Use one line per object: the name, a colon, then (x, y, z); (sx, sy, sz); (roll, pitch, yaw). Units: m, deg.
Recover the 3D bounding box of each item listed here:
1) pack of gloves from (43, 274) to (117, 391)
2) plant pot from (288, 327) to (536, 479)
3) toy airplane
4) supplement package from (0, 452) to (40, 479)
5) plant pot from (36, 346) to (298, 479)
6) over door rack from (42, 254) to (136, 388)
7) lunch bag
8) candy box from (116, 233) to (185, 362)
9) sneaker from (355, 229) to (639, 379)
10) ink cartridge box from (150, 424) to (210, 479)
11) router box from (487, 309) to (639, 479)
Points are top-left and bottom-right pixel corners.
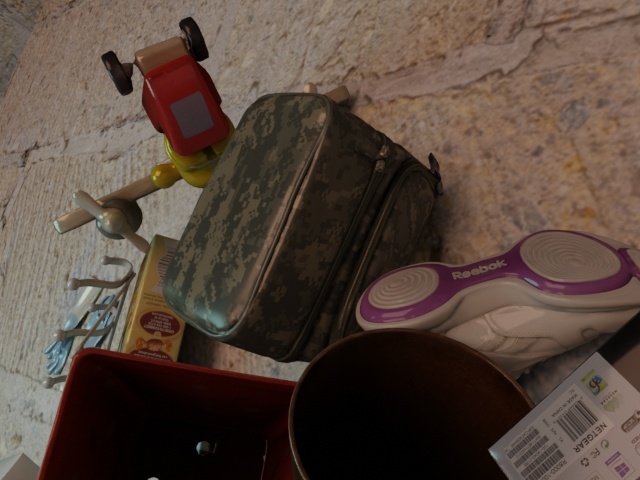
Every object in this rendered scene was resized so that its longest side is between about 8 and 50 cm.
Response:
pack of gloves: (-0.522, 0.198, 1.285); (0.195, 0.046, 0.232); (19, 82, 48)
plant pot: (0.069, 0.238, 0.557); (0.215, 0.215, 0.230); (-122, 30, -44)
toy airplane: (-0.177, -0.123, 0.952); (0.386, 0.384, 0.272); (-38, 75, 35)
supplement package: (-0.569, 0.505, 1.022); (0.293, 0.177, 0.175); (-25, 22, 33)
plant pot: (-0.156, 0.296, 0.697); (0.235, 0.267, 0.267); (106, 174, -68)
over door rack: (-0.407, 0.196, 1.021); (0.324, 0.108, 0.239); (-107, 36, -61)
lunch bag: (0.000, 0.000, 0.734); (0.213, 0.256, 0.305); (16, 81, 51)
candy box: (-0.282, 0.168, 0.990); (0.183, 0.088, 0.316); (141, 142, -61)
sneaker: (0.198, 0.079, 0.622); (0.305, 0.152, 0.114); (-11, 34, 18)
ink cartridge box: (-0.187, 0.322, 0.878); (0.109, 0.063, 0.150); (-15, 58, 38)
router box: (0.296, 0.090, 0.407); (0.309, 0.243, 0.081); (-49, 43, 14)
